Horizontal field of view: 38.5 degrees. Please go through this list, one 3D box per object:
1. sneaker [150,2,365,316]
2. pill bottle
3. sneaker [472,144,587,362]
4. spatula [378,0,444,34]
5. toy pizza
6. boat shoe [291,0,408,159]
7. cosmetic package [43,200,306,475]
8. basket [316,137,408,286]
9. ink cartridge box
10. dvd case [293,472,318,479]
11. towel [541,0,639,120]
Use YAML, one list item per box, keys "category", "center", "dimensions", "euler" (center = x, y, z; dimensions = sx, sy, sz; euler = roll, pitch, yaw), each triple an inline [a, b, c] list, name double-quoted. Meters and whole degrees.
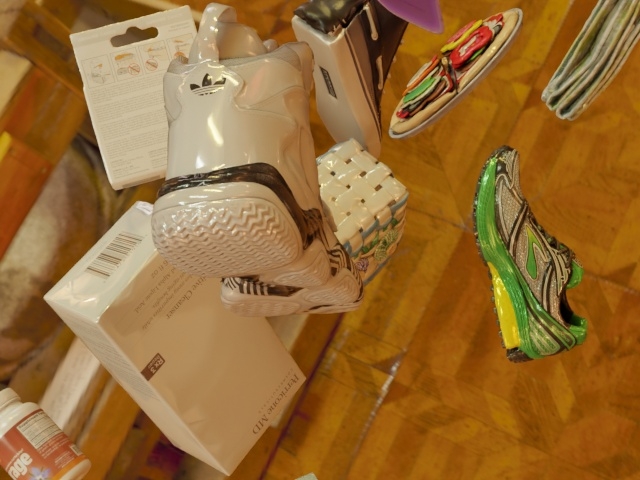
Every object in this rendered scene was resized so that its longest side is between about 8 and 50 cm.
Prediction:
- category: "sneaker"
  center: [-0.043, -0.053, 0.833]
  dimensions: [0.137, 0.366, 0.210]
  euler: [-4, 74, 12]
- category: "pill bottle"
  center: [-0.542, 0.384, 1.710]
  dimensions: [0.216, 0.121, 0.121]
  euler: [44, 91, 8]
- category: "sneaker"
  center: [0.334, 0.015, 1.442]
  dimensions: [0.146, 0.134, 0.344]
  euler: [-13, 97, 25]
- category: "spatula"
  center: [0.048, -0.297, 0.864]
  dimensions: [0.030, 0.084, 0.296]
  euler: [-52, 38, 32]
- category: "toy pizza"
  center: [0.145, -0.195, 1.040]
  dimensions: [0.032, 0.201, 0.201]
  euler: [43, 90, -14]
- category: "boat shoe"
  center: [0.075, -0.260, 1.393]
  dimensions: [0.158, 0.340, 0.127]
  euler: [-42, 61, -13]
- category: "cosmetic package"
  center: [-0.208, 0.153, 1.398]
  dimensions: [0.156, 0.385, 0.217]
  euler: [13, 56, 45]
- category: "basket"
  center: [0.000, 0.000, 1.419]
  dimensions: [0.254, 0.289, 0.201]
  euler: [-41, 83, -25]
- category: "ink cartridge box"
  center: [-0.241, -0.203, 1.314]
  dimensions: [0.180, 0.056, 0.225]
  euler: [-16, 85, -9]
- category: "dvd case"
  center: [-0.042, 0.408, 1.398]
  dimensions: [0.119, 0.013, 0.087]
  euler: [-16, 40, -26]
- category: "towel"
  center: [0.504, -0.394, 1.469]
  dimensions: [0.090, 0.321, 0.374]
  euler: [32, 53, 7]
